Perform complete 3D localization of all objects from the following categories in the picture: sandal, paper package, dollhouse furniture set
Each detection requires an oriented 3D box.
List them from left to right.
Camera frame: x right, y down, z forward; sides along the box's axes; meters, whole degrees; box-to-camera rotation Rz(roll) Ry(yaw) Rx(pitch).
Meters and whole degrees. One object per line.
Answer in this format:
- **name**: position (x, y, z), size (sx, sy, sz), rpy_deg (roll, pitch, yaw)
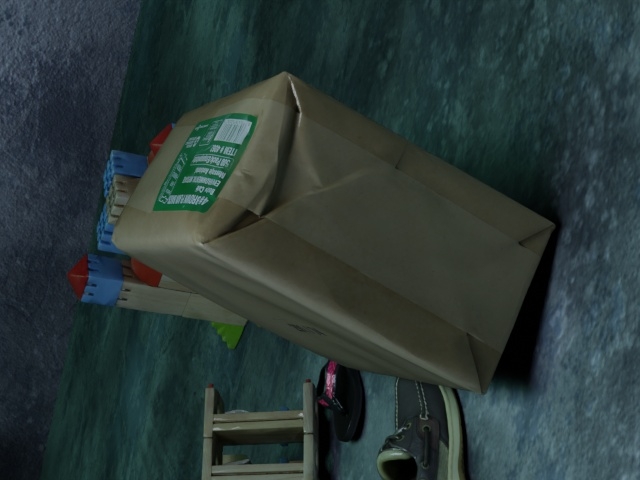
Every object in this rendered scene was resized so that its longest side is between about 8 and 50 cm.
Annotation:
- **dollhouse furniture set**: position (-0.060, 0.259, 1.720), size (0.184, 0.129, 0.129), rpy_deg (74, -165, -63)
- **paper package**: position (0.000, 0.000, 1.332), size (0.168, 0.309, 0.325), rpy_deg (-65, 19, -9)
- **sandal**: position (0.015, 0.150, 1.633), size (0.067, 0.040, 0.179), rpy_deg (122, 150, -46)

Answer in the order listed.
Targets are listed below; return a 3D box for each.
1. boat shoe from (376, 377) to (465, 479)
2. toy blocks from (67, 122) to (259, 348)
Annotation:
- **boat shoe**: position (0.090, 0.208, 1.354), size (0.080, 0.073, 0.224), rpy_deg (120, 152, -45)
- **toy blocks**: position (-0.183, -0.035, 1.936), size (0.191, 0.260, 0.381), rpy_deg (-103, 31, -47)
